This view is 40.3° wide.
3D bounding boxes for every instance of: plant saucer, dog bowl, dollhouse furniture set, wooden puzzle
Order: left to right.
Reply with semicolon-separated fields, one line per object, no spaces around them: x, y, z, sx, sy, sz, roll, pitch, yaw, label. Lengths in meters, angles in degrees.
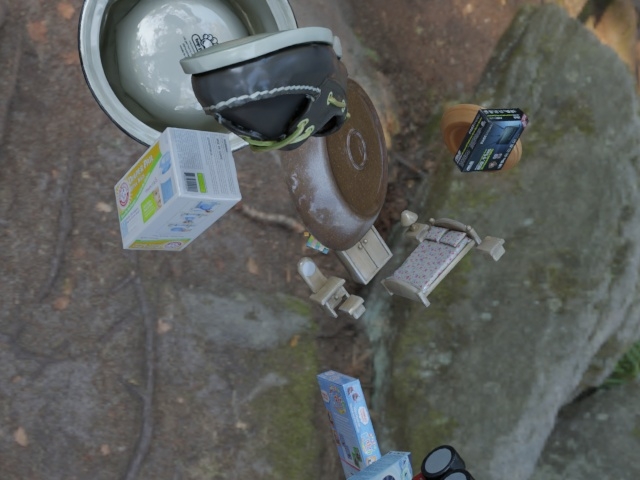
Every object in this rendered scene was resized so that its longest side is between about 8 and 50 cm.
-0.250;-0.349;1.633;0.407;0.150;0.408;0;89;-20;dog bowl
0.000;0.000;1.892;0.006;0.083;0.049;85;28;-58;wooden puzzle
0.023;-0.089;0.877;0.198;0.036;0.199;20;67;-58;plant saucer
0.154;0.035;1.874;0.303;0.355;0.174;-46;119;-19;dollhouse furniture set
0.354;-0.221;1.966;0.037;0.200;0.200;-54;128;-26;plant saucer

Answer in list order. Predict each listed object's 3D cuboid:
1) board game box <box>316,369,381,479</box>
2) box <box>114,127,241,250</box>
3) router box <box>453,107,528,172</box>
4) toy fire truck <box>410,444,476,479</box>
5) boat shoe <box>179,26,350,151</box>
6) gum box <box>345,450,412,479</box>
0.058;0.353;1.613;0.039;0.160;0.212;-18;93;-17;board game box
-0.222;-0.072;1.325;0.103;0.203;0.114;2;65;-37;box
0.303;-0.179;1.559;0.092;0.122;0.038;-6;48;-27;router box
0.121;0.408;1.149;0.246;0.217;0.158;-38;110;2;toy fire truck
-0.022;-0.091;0.545;0.228;0.081;0.069;-42;123;-74;boat shoe
0.087;0.421;1.319;0.184;0.041;0.157;-10;95;-58;gum box
